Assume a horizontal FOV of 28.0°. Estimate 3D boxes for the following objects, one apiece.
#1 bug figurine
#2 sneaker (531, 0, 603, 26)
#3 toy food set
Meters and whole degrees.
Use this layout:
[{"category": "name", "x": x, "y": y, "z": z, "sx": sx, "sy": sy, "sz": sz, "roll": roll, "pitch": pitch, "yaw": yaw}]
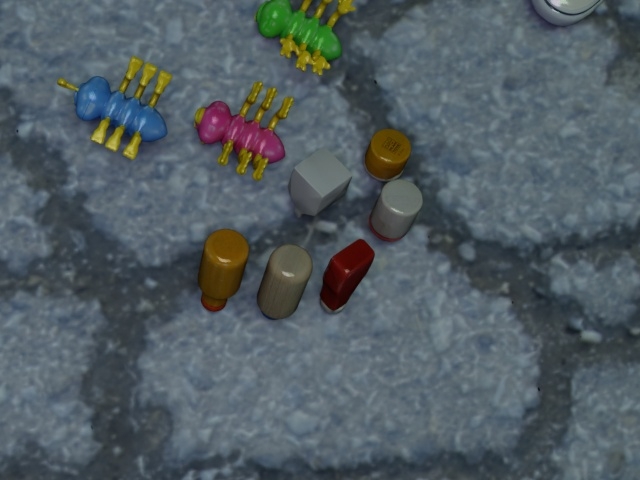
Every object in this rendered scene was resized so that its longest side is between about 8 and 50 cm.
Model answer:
[{"category": "bug figurine", "x": -0.099, "y": -0.176, "z": 1.191, "sx": 0.216, "sy": 0.072, "sz": 0.279, "roll": 29, "pitch": 75, "yaw": -9}, {"category": "sneaker", "x": 0.282, "y": -0.331, "z": 1.249, "sx": 0.094, "sy": 0.091, "sz": 0.258, "roll": 28, "pitch": 80, "yaw": -3}, {"category": "toy food set", "x": 0.000, "y": 0.000, "z": 1.186, "sx": 0.232, "sy": 0.104, "sz": 0.111, "roll": -37, "pitch": 75, "yaw": -28}]
